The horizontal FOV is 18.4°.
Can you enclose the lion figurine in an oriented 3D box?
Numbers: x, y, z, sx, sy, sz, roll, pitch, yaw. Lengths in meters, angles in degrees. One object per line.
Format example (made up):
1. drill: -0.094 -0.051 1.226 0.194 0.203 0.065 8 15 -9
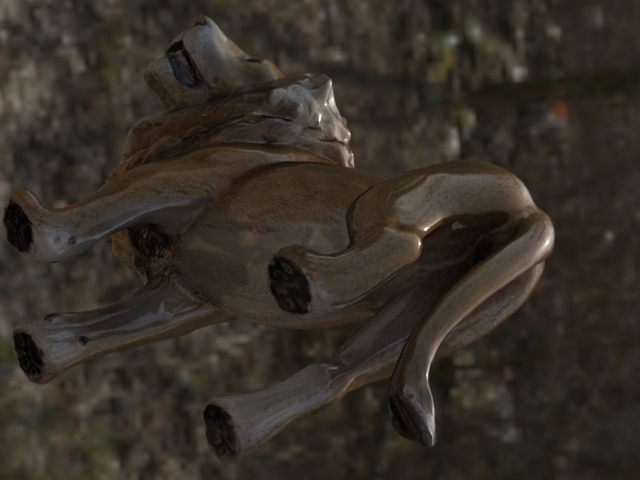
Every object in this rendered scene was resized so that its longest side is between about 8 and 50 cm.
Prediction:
1. lion figurine: 0.000 0.000 0.962 0.240 0.392 0.142 -21 118 -34
